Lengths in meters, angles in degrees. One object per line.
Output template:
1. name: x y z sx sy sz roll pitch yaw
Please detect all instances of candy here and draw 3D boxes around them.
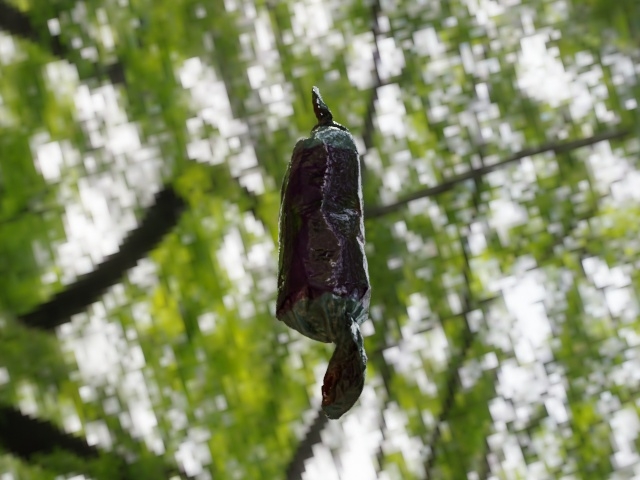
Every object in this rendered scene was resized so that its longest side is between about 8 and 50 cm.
1. candy: 0.000 0.000 0.903 0.045 0.043 0.175 106 -15 -52
